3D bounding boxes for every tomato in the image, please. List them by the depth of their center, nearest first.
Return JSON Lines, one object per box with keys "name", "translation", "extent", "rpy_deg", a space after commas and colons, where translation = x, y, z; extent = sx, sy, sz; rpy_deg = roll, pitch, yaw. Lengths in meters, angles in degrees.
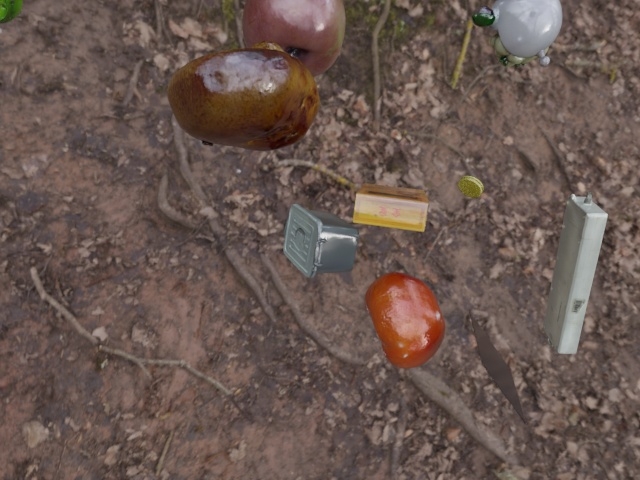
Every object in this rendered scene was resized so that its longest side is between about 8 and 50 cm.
{"name": "tomato", "translation": [0.223, 0.206, 1.269], "extent": [0.260, 0.180, 0.260], "rpy_deg": [-23, 90, -81]}

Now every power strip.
{"name": "power strip", "translation": [0.535, 0.072, 1.044], "extent": [0.043, 0.367, 0.106], "rpy_deg": [-1, 26, 4]}

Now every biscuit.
{"name": "biscuit", "translation": [0.493, -0.176, 1.615], "extent": [0.084, 0.084, 0.023], "rpy_deg": [37, 66, -1]}

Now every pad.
{"name": "pad", "translation": [0.422, 0.303, 1.172], "extent": [0.245, 0.006, 0.170], "rpy_deg": [51, 25, -26]}

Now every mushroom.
{"name": "mushroom", "translation": [-0.169, -0.337, 1.089], "extent": [0.345, 0.345, 0.260], "rpy_deg": [-2, 84, -33]}

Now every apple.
{"name": "apple", "translation": [-0.068, -0.566, 1.324], "extent": [0.305, 0.305, 0.235], "rpy_deg": [8, 63, -26]}

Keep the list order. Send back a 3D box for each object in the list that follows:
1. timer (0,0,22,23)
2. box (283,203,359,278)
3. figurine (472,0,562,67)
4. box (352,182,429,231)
{"name": "timer", "translation": [-0.509, -0.379, 0.699], "extent": [0.140, 0.128, 0.047], "rpy_deg": [9, 46, 0]}
{"name": "box", "translation": [0.000, 0.000, 1.376], "extent": [0.135, 0.163, 0.243], "rpy_deg": [4, 15, -24]}
{"name": "figurine", "translation": [0.272, -0.335, 0.673], "extent": [0.147, 0.093, 0.197], "rpy_deg": [-24, 110, -12]}
{"name": "box", "translation": [0.184, -0.092, 1.270], "extent": [0.174, 0.076, 0.274], "rpy_deg": [7, 13, 8]}
